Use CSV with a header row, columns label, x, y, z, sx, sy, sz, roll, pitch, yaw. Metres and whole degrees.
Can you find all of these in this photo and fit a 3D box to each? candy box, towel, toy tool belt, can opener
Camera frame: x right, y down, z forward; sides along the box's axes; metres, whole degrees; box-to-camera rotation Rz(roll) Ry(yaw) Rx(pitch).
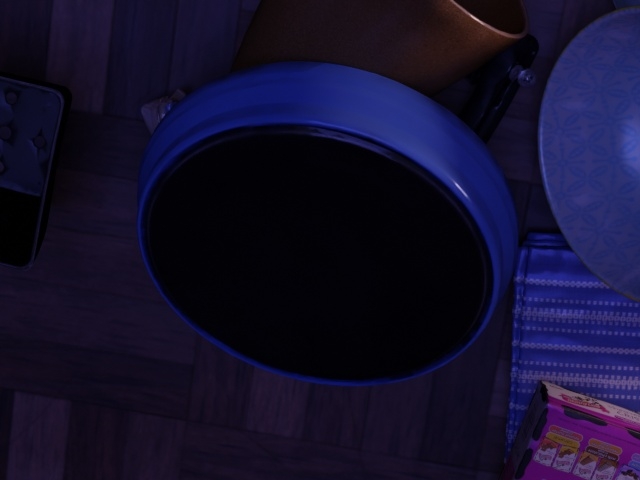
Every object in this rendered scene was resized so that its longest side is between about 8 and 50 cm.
label,x,y,z,sx,sy,sz,roll,pitch,yaw
candy box,0.270,0.286,1.574,0.159,0.071,0.233,20,106,-4
towel,0.323,0.158,1.591,0.243,0.040,0.336,2,106,3
toy tool belt,-0.151,-0.116,1.551,0.051,0.052,0.083,-21,102,18
can opener,0.169,-0.137,1.522,0.059,0.073,0.186,9,113,-37

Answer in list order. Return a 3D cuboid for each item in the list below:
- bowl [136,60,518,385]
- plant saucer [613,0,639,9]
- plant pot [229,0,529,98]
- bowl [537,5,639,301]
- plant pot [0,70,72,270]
label,x,y,z,sx,sy,sz,roll,pitch,yaw
bowl,0.000,0.000,1.459,0.391,0.077,0.391,8,134,8
plant saucer,0.353,-0.264,1.484,0.119,0.021,0.119,1,104,5
plant pot,0.032,-0.207,1.437,0.237,0.237,0.254,45,116,-7
bowl,0.368,-0.092,1.441,0.156,0.289,0.290,-13,107,-36
plant pot,-0.351,-0.099,1.513,0.187,0.167,0.188,14,106,1
